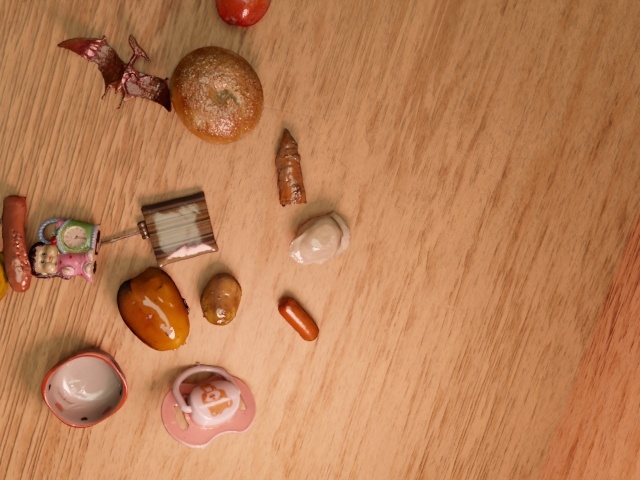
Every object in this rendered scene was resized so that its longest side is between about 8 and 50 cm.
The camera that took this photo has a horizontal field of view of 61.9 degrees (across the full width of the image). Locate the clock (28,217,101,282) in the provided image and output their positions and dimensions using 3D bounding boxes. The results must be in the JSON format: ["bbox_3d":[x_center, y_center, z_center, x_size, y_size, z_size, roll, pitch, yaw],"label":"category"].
[{"bbox_3d":[-0.789,0.027,1.648,0.195,0.100,0.194,4,83,-9],"label":"clock"}]

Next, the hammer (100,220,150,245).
[{"bbox_3d":[-0.699,0.007,1.719,0.292,0.029,0.058,-18,103,-10],"label":"hammer"}]

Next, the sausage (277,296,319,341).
[{"bbox_3d":[-0.075,0.284,1.916,0.076,0.076,0.197,-41,109,-5],"label":"sausage"}]

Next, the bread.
[{"bbox_3d":[-0.317,-0.455,1.671,0.305,0.159,0.306,-2,99,-16],"label":"bread"}]

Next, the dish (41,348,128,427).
[{"bbox_3d":[-0.756,0.464,1.735,0.256,0.117,0.256,-3,101,-16],"label":"dish"}]

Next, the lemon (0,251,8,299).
[{"bbox_3d":[-1.045,0.117,1.525,0.267,0.267,0.268,-3,101,-15],"label":"lemon"}]

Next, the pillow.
[{"bbox_3d":[-0.461,-0.037,1.761,0.208,0.052,0.212,-16,100,-16],"label":"pillow"}]

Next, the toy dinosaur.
[{"bbox_3d":[-0.585,-0.490,1.597,0.206,0.113,0.327,-32,101,3],"label":"toy dinosaur"}]

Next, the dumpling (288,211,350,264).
[{"bbox_3d":[0.000,0.000,1.859,0.250,0.132,0.162,-34,98,-23],"label":"dumpling"}]

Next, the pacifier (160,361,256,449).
[{"bbox_3d":[-0.379,0.579,1.808,0.332,0.220,0.273,-7,103,-38],"label":"pacifier"}]

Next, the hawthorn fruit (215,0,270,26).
[{"bbox_3d":[-0.239,-0.741,1.639,0.172,0.173,0.173,-3,101,-15],"label":"hawthorn fruit"}]

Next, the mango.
[{"bbox_3d":[-0.537,0.236,1.738,0.201,0.153,0.287,-30,103,8],"label":"mango"}]

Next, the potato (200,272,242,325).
[{"bbox_3d":[-0.336,0.200,1.805,0.137,0.137,0.176,23,72,-18],"label":"potato"}]

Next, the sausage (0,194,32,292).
[{"bbox_3d":[-0.902,0.005,1.580,0.078,0.078,0.305,-9,72,-14],"label":"sausage"}]

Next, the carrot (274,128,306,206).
[{"bbox_3d":[-0.103,-0.248,1.813,0.101,0.102,0.263,-6,95,-15],"label":"carrot"}]
